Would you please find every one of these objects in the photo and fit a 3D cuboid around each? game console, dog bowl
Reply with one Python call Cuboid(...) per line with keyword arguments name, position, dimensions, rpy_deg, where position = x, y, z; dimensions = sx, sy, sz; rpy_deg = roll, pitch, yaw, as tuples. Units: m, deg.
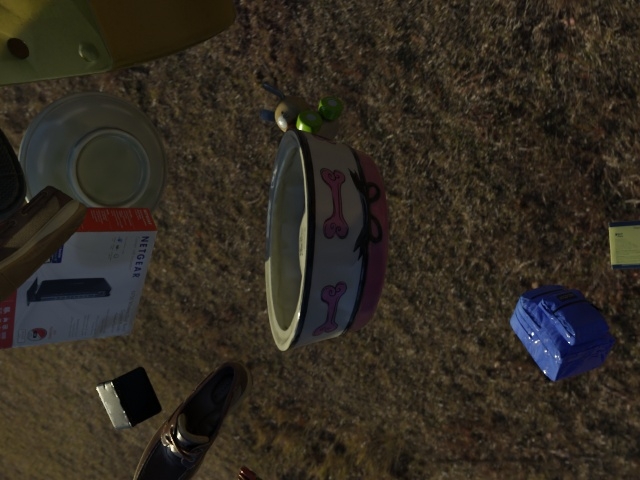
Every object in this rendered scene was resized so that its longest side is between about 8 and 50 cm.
Cuboid(name="game console", position=(-0.458, 0.377, 1.356), dimensions=(0.107, 0.071, 0.122), rpy_deg=(-20, 94, 33))
Cuboid(name="dog bowl", position=(0.000, 0.000, 1.061), dimensions=(0.150, 0.408, 0.408), rpy_deg=(2, 129, -15))

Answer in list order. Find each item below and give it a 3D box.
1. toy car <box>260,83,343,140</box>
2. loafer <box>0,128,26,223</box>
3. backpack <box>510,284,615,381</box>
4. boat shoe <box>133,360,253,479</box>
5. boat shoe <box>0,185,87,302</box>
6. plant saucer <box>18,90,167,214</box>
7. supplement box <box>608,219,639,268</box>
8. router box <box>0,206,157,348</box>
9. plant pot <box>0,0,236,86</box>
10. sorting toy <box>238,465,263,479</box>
Cuboid(name="toy car", position=(-0.065, -0.267, 1.265), dimensions=(0.188, 0.149, 0.155), rpy_deg=(37, 143, 15))
Cuboid(name="loafer", position=(-0.399, -0.114, 0.556), dimensions=(0.267, 0.096, 0.084), rpy_deg=(47, 142, -6))
Cuboid(name="backpack", position=(0.333, 0.114, 0.788), dimensions=(0.098, 0.120, 0.101), rpy_deg=(-8, 129, -18))
Cuboid(name="boat shoe", position=(-0.271, 0.393, 1.170), dimensions=(0.123, 0.342, 0.123), rpy_deg=(38, 169, 11))
Cuboid(name="boat shoe", position=(-0.511, 0.017, 0.923), dimensions=(0.092, 0.285, 0.103), rpy_deg=(37, 146, 0))
Cuboid(name="plant saucer", position=(-0.565, -0.186, 1.488), dimensions=(0.101, 0.400, 0.400), rpy_deg=(13, 130, 45))
Cuboid(name="supplement box", position=(0.558, 0.007, 1.002), dimensions=(0.083, 0.056, 0.083), rpy_deg=(-5, 87, 29))
Cuboid(name="router box", position=(-0.539, 0.080, 1.222), dimensions=(0.082, 0.301, 0.335), rpy_deg=(57, 135, 38))
Cuboid(name="plant pot", position=(-0.217, -0.233, 0.459), dimensions=(0.212, 0.187, 0.212), rpy_deg=(-2, 130, 14))
Cuboid(name="sorting toy", position=(-0.166, 0.587, 1.370), dimensions=(0.102, 0.042, 0.061), rpy_deg=(47, 162, -21))
